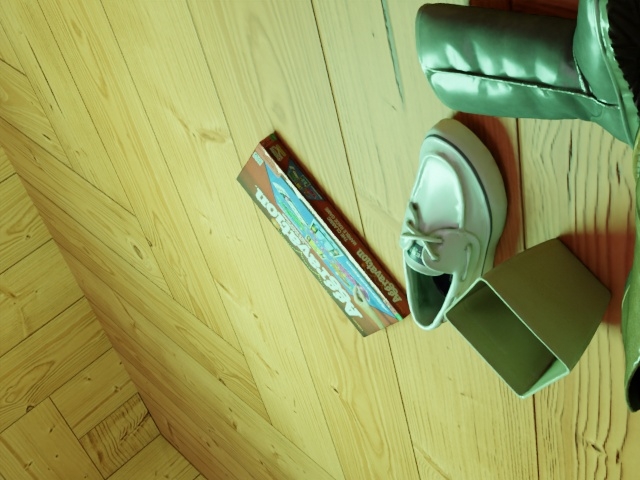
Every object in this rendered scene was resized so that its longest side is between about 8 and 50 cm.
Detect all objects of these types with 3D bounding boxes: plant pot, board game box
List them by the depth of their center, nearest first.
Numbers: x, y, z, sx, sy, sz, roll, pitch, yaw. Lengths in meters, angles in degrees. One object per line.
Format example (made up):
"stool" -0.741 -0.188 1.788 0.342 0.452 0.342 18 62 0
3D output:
"plant pot" 0.196 0.063 0.836 0.109 0.096 0.109 48 157 10
"board game box" 0.000 0.000 1.197 0.281 0.027 0.145 51 158 1

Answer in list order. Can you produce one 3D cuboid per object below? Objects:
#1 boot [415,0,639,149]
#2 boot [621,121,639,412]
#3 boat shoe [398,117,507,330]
"boot" 0.151 -0.150 0.653 0.208 0.076 0.190 35 153 47
"boot" 0.251 0.015 0.604 0.112 0.115 0.305 11 144 20
"boat shoe" 0.121 -0.001 0.895 0.095 0.084 0.258 34 152 36
